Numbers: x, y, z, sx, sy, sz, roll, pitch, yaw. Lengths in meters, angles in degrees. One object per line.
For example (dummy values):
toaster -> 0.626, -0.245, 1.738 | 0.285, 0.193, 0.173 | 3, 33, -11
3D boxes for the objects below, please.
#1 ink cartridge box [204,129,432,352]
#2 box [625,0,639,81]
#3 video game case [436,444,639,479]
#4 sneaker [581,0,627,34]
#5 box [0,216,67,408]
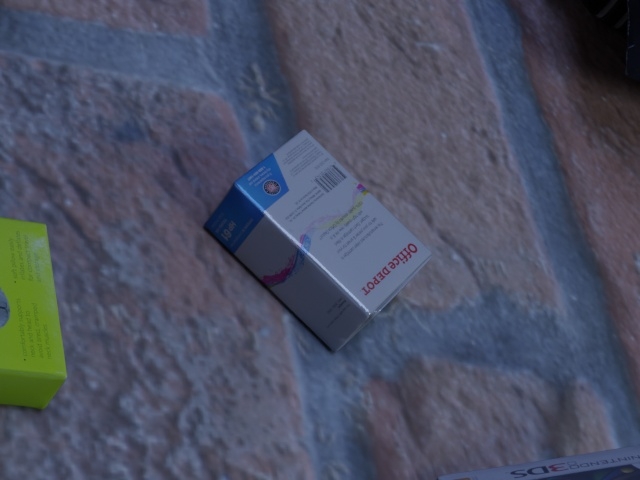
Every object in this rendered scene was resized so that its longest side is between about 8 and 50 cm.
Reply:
ink cartridge box -> 0.000, 0.000, 1.024 | 0.122, 0.052, 0.088 | 43, 43, 5
box -> 0.431, -0.256, 1.323 | 0.343, 0.179, 0.312 | 15, 70, -37
video game case -> 0.170, 0.169, 0.898 | 0.173, 0.022, 0.190 | -8, 18, -6
sneaker -> 0.313, -0.264, 1.449 | 0.281, 0.106, 0.162 | 21, 40, -35
box -> -0.231, 0.031, 0.841 | 0.178, 0.042, 0.109 | 8, 51, -31
